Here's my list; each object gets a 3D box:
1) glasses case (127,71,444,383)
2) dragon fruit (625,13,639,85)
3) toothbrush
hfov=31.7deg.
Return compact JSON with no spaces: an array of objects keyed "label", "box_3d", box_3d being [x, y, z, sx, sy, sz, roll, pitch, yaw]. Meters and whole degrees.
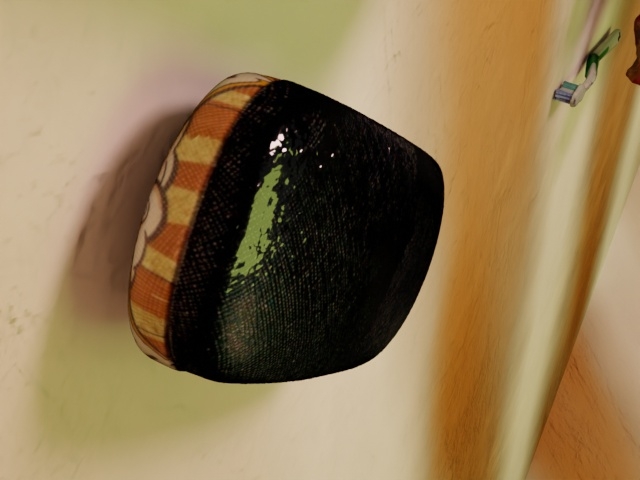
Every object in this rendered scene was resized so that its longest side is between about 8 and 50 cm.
[{"label":"glasses case","box_3d":[0.000,0.000,0.546,0.122,0.082,0.321,-69,164,4]},{"label":"dragon fruit","box_3d":[0.431,-0.338,1.278,0.329,0.228,0.286,-54,169,12]},{"label":"toothbrush","box_3d":[0.340,-0.217,1.398,0.304,0.030,0.030,-42,149,-55]}]
